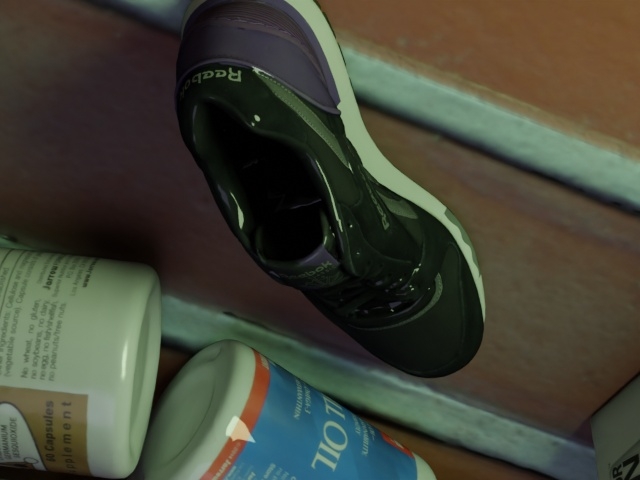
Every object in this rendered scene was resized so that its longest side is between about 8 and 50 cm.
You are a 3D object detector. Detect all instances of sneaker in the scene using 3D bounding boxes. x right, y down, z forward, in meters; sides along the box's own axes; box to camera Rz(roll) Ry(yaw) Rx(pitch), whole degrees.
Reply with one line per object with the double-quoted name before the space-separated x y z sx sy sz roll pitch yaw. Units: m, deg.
"sneaker" 0.000 0.000 0.873 0.107 0.124 0.283 -22 124 23

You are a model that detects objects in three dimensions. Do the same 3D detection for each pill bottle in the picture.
"pill bottle" -0.002 0.168 1.011 0.221 0.124 0.124 34 125 -21
"pill bottle" -0.217 0.066 0.947 0.229 0.131 0.131 6 129 2

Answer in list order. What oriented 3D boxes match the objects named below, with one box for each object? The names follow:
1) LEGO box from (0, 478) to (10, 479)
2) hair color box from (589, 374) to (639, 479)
"LEGO box" -0.266 0.405 1.093 0.373 0.193 0.500 3 123 25
"hair color box" 0.310 0.082 0.865 0.114 0.185 0.374 28 127 -17
